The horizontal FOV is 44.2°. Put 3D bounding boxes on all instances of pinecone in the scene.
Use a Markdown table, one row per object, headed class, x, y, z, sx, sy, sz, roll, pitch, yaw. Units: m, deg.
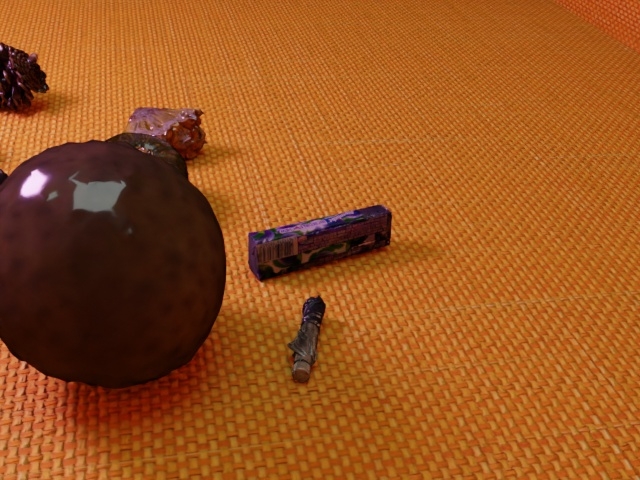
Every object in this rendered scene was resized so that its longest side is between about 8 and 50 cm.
| class | x | y | z | sx | sy | sz | roll | pitch | yaw |
| --- | --- | --- | --- | --- | --- | --- | --- | --- | --- |
| pinecone | -0.841 | -0.430 | 2.079 | 0.212 | 0.186 | 0.169 | -4 | 52 | 21 |

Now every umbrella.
| class | x | y | z | sx | sy | sz | roll | pitch | yaw |
| --- | --- | --- | --- | --- | --- | --- | --- | --- | --- |
| umbrella | -0.026 | 0.168 | 1.358 | 0.050 | 0.046 | 0.188 | 4 | 37 | 6 |

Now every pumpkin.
| class | x | y | z | sx | sy | sz | roll | pitch | yaw |
| --- | --- | --- | --- | --- | --- | --- | --- | --- | --- |
| pumpkin | -0.387 | -0.132 | 1.684 | 0.223 | 0.157 | 0.224 | 14 | 42 | -13 |

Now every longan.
| class | x | y | z | sx | sy | sz | roll | pitch | yaw |
| --- | --- | --- | --- | --- | --- | --- | --- | --- | --- |
| longan | -0.337 | 0.038 | 1.231 | 0.390 | 0.391 | 0.391 | 3 | 32 | -2 |

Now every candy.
| class | x | y | z | sx | sy | sz | roll | pitch | yaw |
| --- | --- | --- | --- | --- | --- | --- | --- | --- | --- |
| candy | 0.000 | 0.000 | 1.582 | 0.312 | 0.088 | 0.061 | -13 | 32 | -25 |

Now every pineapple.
| class | x | y | z | sx | sy | sz | roll | pitch | yaw |
| --- | --- | --- | --- | --- | --- | --- | --- | --- | --- |
| pineapple | -0.400 | -0.257 | 1.920 | 0.236 | 0.115 | 0.186 | -14 | 37 | -22 |

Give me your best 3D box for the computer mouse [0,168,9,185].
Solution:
| class | x | y | z | sx | sy | sz | roll | pitch | yaw |
| --- | --- | --- | --- | --- | --- | --- | --- | --- | --- |
| computer mouse | -0.810 | -0.105 | 1.625 | 0.323 | 0.116 | 0.183 | -17 | 33 | -29 |
